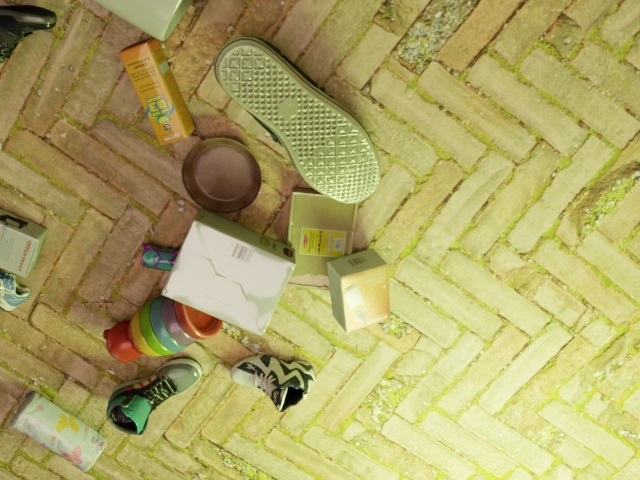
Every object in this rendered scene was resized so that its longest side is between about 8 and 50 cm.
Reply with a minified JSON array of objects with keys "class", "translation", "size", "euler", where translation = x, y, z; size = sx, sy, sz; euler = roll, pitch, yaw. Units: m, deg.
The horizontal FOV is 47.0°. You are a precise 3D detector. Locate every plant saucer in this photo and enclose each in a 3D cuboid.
[{"class":"plant saucer","translation":[-0.239,-0.161,1.798],"size":[0.199,0.036,0.198],"euler":[1,114,2]}]

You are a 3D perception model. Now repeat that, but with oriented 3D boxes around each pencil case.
[{"class":"pencil case","translation":[-0.382,0.047,1.887],"size":[0.152,0.064,0.070],"euler":[8,131,-1]},{"class":"pencil case","translation":[-0.754,0.554,2.119],"size":[0.273,0.113,0.124],"euler":[37,122,-13]}]

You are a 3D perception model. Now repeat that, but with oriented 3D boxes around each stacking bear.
[{"class":"stacking bear","translation":[-0.433,0.232,1.933],"size":[0.289,0.164,0.175],"euler":[-23,112,18]}]

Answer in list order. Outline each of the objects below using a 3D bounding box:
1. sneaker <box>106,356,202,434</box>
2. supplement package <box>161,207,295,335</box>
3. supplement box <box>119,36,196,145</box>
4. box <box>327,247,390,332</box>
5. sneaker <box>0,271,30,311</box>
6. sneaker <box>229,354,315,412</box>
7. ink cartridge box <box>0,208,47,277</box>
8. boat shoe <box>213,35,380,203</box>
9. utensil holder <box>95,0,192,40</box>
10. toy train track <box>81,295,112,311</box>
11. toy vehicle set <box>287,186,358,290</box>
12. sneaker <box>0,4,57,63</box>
[{"class":"sneaker","translation":[-0.468,0.433,2.010],"size":[0.296,0.178,0.123],"euler":[-26,111,14]},{"class":"supplement package","translation":[-0.218,0.073,1.788],"size":[0.262,0.145,0.204],"euler":[24,101,-8]},{"class":"supplement box","translation":[-0.373,-0.342,1.697],"size":[0.078,0.080,0.233],"euler":[-16,115,13]},{"class":"box","translation":[0.098,0.126,1.855],"size":[0.130,0.091,0.170],"euler":[-17,121,-16]},{"class":"sneaker","translation":[-0.844,0.101,1.914],"size":[0.081,0.080,0.211],"euler":[-27,141,2]},{"class":"sneaker","translation":[-0.135,0.392,1.988],"size":[0.235,0.153,0.094],"euler":[9,113,-1]},{"class":"ink cartridge box","translation":[-0.807,-0.001,1.881],"size":[0.175,0.072,0.127],"euler":[25,114,-9]},{"class":"boat shoe","translation":[-0.041,-0.278,1.675],"size":[0.187,0.156,0.500],"euler":[-41,118,14]},{"class":"utensil holder","translation":[-0.399,-0.624,1.437],"size":[0.386,0.327,0.327],"euler":[32,113,-15]},{"class":"toy train track","translation":[-0.605,0.174,1.986],"size":[0.083,0.014,0.048],"euler":[-1,115,4]},{"class":"toy vehicle set","translation":[0.000,0.000,1.861],"size":[0.166,0.035,0.266],"euler":[7,115,0]},{"class":"sneaker","translation":[-0.693,-0.460,1.656],"size":[0.228,0.087,0.130],"euler":[-1,117,7]}]
